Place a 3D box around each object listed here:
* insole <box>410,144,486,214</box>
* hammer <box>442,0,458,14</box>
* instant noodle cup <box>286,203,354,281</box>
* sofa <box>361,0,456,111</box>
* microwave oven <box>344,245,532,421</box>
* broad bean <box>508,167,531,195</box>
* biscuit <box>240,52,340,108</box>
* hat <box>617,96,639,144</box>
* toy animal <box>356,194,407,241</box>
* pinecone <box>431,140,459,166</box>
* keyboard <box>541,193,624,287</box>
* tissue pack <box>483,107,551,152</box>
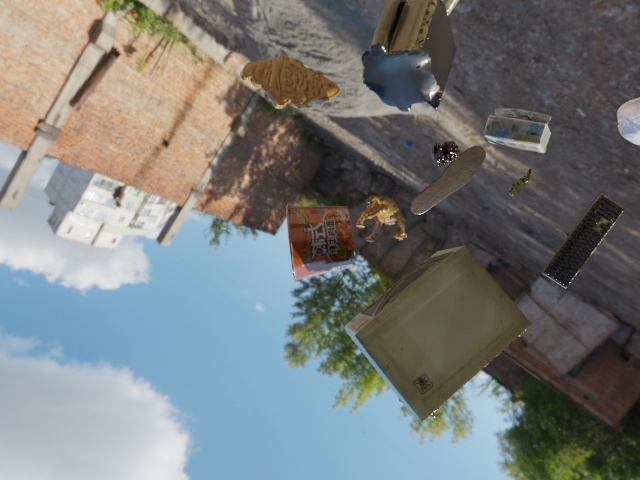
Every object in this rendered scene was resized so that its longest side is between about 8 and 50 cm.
[{"bbox_3d":[0.450,-0.207,1.629,0.111,0.327,0.007,45,-170,-27],"label":"insole"},{"bbox_3d":[0.428,-0.764,1.290,0.113,0.305,0.202,-1,-123,-41],"label":"hammer"},{"bbox_3d":[0.000,0.000,1.466,0.192,0.251,0.250,-6,-171,-1],"label":"instant noodle cup"},{"bbox_3d":[0.221,-0.485,1.187,0.181,0.200,0.258,12,165,32],"label":"sofa"},{"bbox_3d":[0.315,0.248,1.323,0.333,0.394,0.247,52,172,7],"label":"microwave oven"},{"bbox_3d":[0.836,-0.233,1.949,0.046,0.195,0.061,28,147,33],"label":"broad bean"},{"bbox_3d":[-0.066,-0.379,1.105,0.250,0.163,0.035,3,159,-25],"label":"biscuit"},{"bbox_3d":[1.226,-0.459,1.707,0.203,0.203,0.126,34,-179,10],"label":"hat"},{"bbox_3d":[0.153,-0.071,1.117,0.114,0.117,0.255,2,169,13],"label":"toy animal"},{"bbox_3d":[0.365,-0.257,1.354,0.083,0.077,0.077,-10,175,16],"label":"pinecone"},{"bbox_3d":[0.851,0.001,1.504,0.106,0.317,0.027,34,-174,5],"label":"keyboard"},{"bbox_3d":[0.816,-0.462,1.902,0.229,0.145,0.159,21,-172,32],"label":"tissue pack"}]
